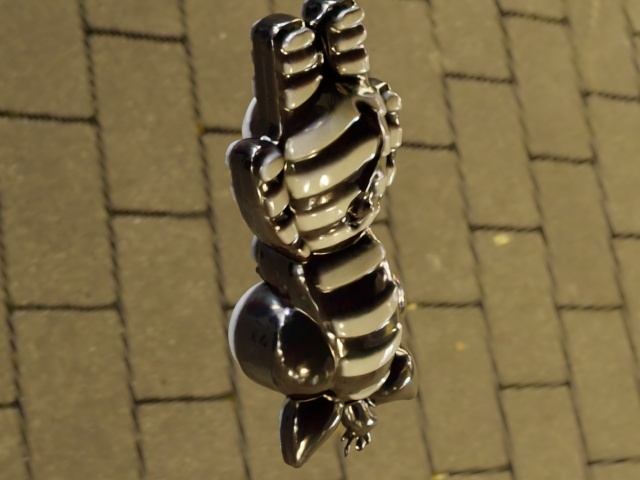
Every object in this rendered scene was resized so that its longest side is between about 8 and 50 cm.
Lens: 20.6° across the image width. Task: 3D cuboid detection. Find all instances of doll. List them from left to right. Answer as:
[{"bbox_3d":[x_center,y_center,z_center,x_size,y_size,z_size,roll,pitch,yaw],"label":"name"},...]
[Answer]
[{"bbox_3d":[0.000,0.000,0.766,0.091,0.067,0.219,-32,128,-38],"label":"doll"}]
